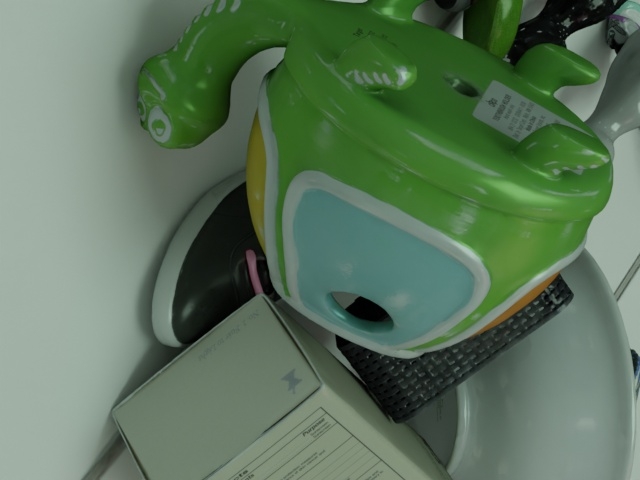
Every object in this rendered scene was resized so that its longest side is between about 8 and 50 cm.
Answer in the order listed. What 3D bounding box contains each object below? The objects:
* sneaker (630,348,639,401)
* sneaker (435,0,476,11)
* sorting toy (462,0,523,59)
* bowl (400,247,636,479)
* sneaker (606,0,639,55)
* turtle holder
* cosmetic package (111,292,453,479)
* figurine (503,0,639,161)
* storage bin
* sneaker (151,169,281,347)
[{"bbox_3d":[0.328,0.189,2.145,0.135,0.052,0.058,-64,148,-16],"label":"sneaker"},{"bbox_3d":[0.075,-0.255,1.620,0.083,0.084,0.215,-38,144,-2],"label":"sneaker"},{"bbox_3d":[0.195,-0.184,1.717,0.127,0.126,0.365,-124,-140,-76],"label":"sorting toy"},{"bbox_3d":[0.156,0.139,1.740,0.134,0.298,0.297,-2,106,-21],"label":"bowl"},{"bbox_3d":[0.326,-0.212,2.013,0.098,0.038,0.069,6,99,-45],"label":"sneaker"},{"bbox_3d":[0.039,-0.052,1.383,0.320,0.243,0.227,15,119,-24],"label":"turtle holder"},{"bbox_3d":[-0.012,0.187,1.561,0.160,0.113,0.309,-37,140,4],"label":"cosmetic package"},{"bbox_3d":[0.263,-0.167,1.884,0.209,0.092,0.215,-46,125,-24],"label":"figurine"},{"bbox_3d":[0.107,0.056,1.596,0.180,0.122,0.084,-35,100,6],"label":"storage bin"},{"bbox_3d":[0.000,-0.001,1.534,0.296,0.147,0.104,-40,134,-38],"label":"sneaker"}]
